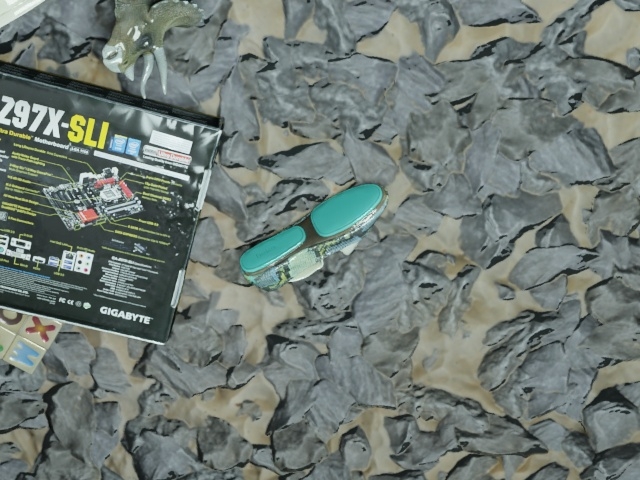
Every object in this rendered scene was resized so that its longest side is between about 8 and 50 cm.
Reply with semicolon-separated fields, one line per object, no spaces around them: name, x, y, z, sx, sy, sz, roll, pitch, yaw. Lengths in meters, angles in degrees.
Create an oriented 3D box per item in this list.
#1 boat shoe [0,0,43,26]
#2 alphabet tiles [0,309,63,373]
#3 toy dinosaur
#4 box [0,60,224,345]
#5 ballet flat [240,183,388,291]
boat shoe;-0.391;-0.223;1.063;0.324;0.097;0.116;-33;114;-10
alphabet tiles;-0.365;0.019;1.257;0.198;0.009;0.237;30;108;-12
toy dinosaur;-0.125;-0.310;1.095;0.313;0.121;0.160;-43;118;10
box;-0.289;-0.047;1.188;0.322;0.079;0.257;13;105;-7
ballet flat;0.000;0.000;1.236;0.188;0.070;0.070;-27;109;11
